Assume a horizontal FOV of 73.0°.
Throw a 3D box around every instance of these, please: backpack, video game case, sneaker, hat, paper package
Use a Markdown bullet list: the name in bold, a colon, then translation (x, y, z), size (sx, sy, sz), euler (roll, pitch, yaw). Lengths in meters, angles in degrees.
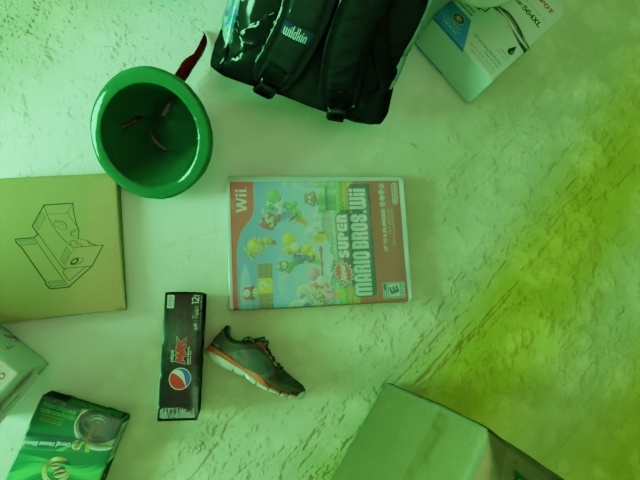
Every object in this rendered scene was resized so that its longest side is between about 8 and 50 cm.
- **backpack**: translation (0.030, -0.381, 0.573), size (0.289, 0.356, 0.274), euler (14, 57, -10)
- **video game case**: translation (0.000, 0.000, 0.676), size (0.284, 0.025, 0.204), euler (-1, 82, -10)
- **sneaker**: translation (-0.084, 0.173, 0.619), size (0.157, 0.061, 0.065), euler (30, 72, -5)
- **hat**: translation (-0.215, -0.183, 0.668), size (0.208, 0.184, 0.173), euler (-41, 102, 19)
- **paper package**: translation (0.109, 0.367, 0.496), size (0.168, 0.309, 0.325), euler (35, 76, -4)

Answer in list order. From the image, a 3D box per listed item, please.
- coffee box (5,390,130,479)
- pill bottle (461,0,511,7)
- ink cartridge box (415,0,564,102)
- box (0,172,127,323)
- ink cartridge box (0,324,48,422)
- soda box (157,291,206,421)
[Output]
- **coffee box**: translation (-0.339, 0.305, 0.561), size (0.113, 0.040, 0.184), euler (21, 79, -7)
- **pill bottle**: translation (0.231, -0.501, 0.666), size (0.169, 0.169, 0.302), euler (1, 49, -10)
- **ink cartridge box**: translation (0.291, -0.367, 0.749), size (0.203, 0.086, 0.148), euler (-43, 91, -12)
- **box**: translation (-0.366, 0.007, 0.611), size (0.164, 0.021, 0.202), euler (-5, 82, -11)
- **ink cartridge box**: translation (-0.432, 0.163, 0.540), size (0.143, 0.090, 0.092), euler (41, 77, -3)
- **soda box**: translation (-0.190, 0.156, 0.600), size (0.053, 0.060, 0.169), euler (3, 81, -11)
